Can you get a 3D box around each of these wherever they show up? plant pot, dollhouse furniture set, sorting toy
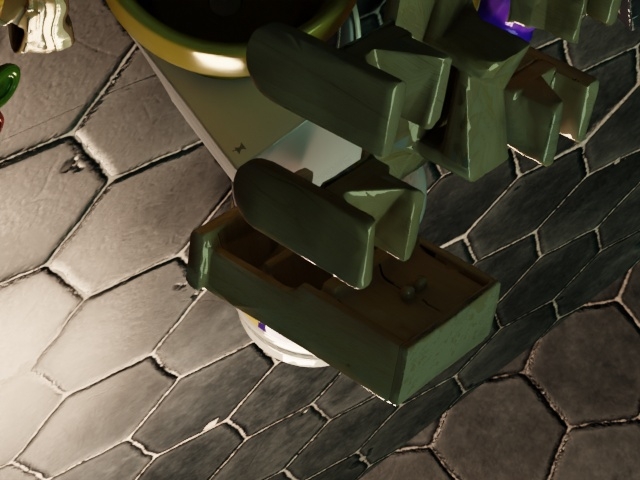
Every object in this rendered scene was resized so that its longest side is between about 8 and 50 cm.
[{"bbox_3d":[-0.084,-0.258,1.677,0.254,0.254,0.239,-34,173,-11],"label":"plant pot"},{"bbox_3d":[0.045,-0.092,1.645,0.362,0.256,0.394,-33,142,-43],"label":"dollhouse furniture set"},{"bbox_3d":[-0.336,-0.137,1.779,0.061,0.042,0.102,-34,153,-57],"label":"sorting toy"}]

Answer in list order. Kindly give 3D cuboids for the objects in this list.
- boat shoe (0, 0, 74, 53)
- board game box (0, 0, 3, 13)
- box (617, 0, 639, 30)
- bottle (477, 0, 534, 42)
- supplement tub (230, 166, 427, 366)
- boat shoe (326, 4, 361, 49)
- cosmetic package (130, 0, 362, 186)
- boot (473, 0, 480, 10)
[{"bbox_3d":[-0.273,-0.222,1.668,0.072,0.068,0.190,-22,156,-10],"label":"boat shoe"},{"bbox_3d":[-0.369,-0.172,1.636,0.147,0.045,0.193,-23,154,-34],"label":"board game box"},{"bbox_3d":[0.245,-0.425,1.699,0.179,0.343,0.312,-38,159,-3],"label":"box"},{"bbox_3d":[0.267,-0.329,2.272,0.118,0.092,0.283,-12,147,-51],"label":"bottle"},{"bbox_3d":[0.000,0.000,2.308,0.241,0.241,0.331,-30,157,-20],"label":"supplement tub"},{"bbox_3d":[0.000,-0.210,2.114,0.065,0.075,0.206,-6,144,-17],"label":"boat shoe"},{"bbox_3d":[-0.073,-0.153,1.902,0.138,0.224,0.224,-37,159,-2],"label":"cosmetic package"},{"bbox_3d":[0.123,-0.336,2.042,0.295,0.104,0.211,-51,151,17],"label":"boot"}]
